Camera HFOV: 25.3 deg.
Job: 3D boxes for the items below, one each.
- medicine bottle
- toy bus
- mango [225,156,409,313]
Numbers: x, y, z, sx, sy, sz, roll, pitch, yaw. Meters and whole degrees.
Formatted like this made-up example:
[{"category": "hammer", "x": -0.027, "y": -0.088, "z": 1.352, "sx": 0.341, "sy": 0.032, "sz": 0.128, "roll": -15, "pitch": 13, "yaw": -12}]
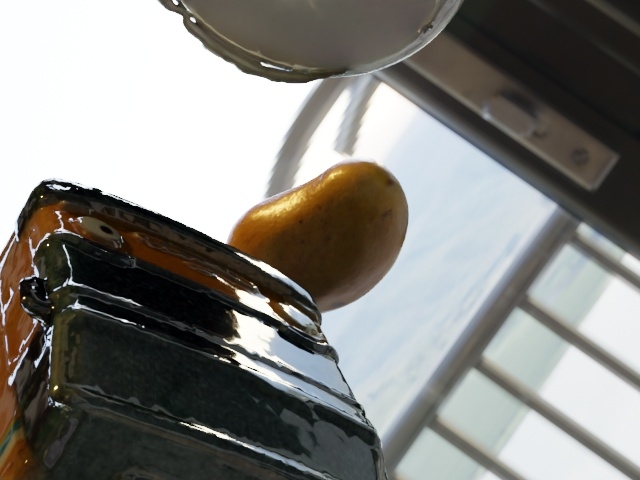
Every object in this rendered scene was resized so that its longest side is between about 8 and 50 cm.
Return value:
[{"category": "medicine bottle", "x": 0.040, "y": -0.283, "z": 0.923, "sx": 0.213, "sy": 0.213, "sz": 0.378, "roll": -59, "pitch": 2, "yaw": 43}, {"category": "toy bus", "x": -0.122, "y": 0.158, "z": 0.606, "sx": 0.323, "sy": 0.162, "sz": 0.194, "roll": -57, "pitch": 25, "yaw": 15}, {"category": "mango", "x": 0.001, "y": 0.003, "z": 1.190, "sx": 0.178, "sy": 0.115, "sz": 0.090, "roll": -27, "pitch": 27, "yaw": 24}]
